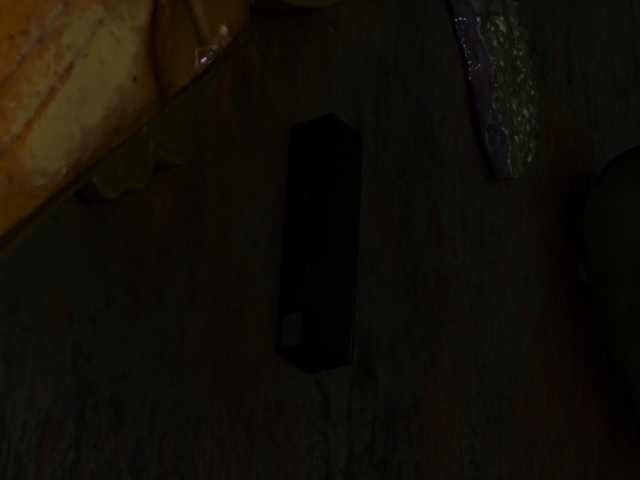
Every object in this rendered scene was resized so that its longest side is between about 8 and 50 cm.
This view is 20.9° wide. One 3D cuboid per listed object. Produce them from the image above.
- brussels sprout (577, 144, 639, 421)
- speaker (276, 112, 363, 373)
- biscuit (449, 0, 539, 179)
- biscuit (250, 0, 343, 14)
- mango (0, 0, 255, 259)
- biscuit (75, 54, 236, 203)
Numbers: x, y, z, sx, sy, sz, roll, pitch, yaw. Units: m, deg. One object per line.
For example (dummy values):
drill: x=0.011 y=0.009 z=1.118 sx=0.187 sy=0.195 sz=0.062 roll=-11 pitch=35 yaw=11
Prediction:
brussels sprout: x=0.416 y=0.069 z=1.719 sx=0.276 sy=0.315 sz=0.371 roll=-36 pitch=116 yaw=-33
speaker: x=0.000 y=0.000 z=1.281 sx=0.046 sy=0.040 sz=0.191 roll=35 pitch=49 yaw=-45
biscuit: x=0.169 y=-0.180 z=1.649 sx=0.133 sy=0.032 sz=0.250 roll=-7 pitch=82 yaw=-61
biscuit: x=-0.060 y=-0.337 z=1.315 sx=0.312 sy=0.057 sz=0.351 roll=-46 pitch=117 yaw=-57
mango: x=-0.152 y=-0.118 z=0.957 sx=0.201 sy=0.199 sz=0.350 roll=99 pitch=16 yaw=-52
biscuit: x=-0.121 y=-0.121 z=1.145 sx=0.144 sy=0.040 sz=0.236 roll=50 pitch=36 yaw=-28
